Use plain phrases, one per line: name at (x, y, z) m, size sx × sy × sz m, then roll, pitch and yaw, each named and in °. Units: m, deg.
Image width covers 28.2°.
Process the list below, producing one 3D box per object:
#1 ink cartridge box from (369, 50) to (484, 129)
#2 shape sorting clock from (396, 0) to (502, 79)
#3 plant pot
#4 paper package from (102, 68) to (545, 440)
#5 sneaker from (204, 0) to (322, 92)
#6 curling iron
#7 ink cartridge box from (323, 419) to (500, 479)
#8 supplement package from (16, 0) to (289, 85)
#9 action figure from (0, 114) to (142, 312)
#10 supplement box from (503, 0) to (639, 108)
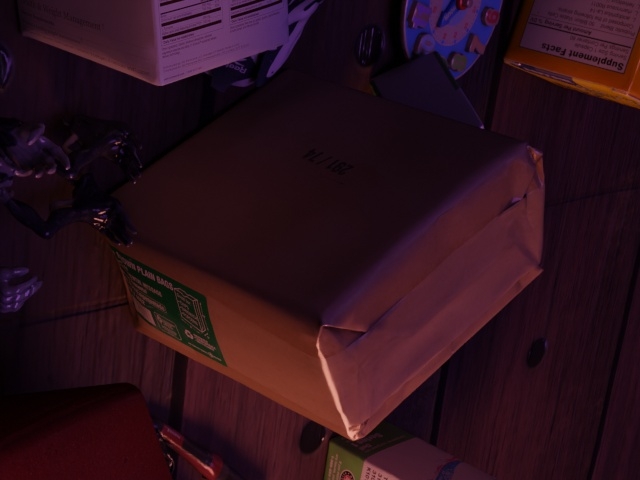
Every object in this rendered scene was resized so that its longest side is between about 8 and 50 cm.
ink cartridge box at (0.149, -0.083, 1.490) m, size 0.093 × 0.160 × 0.219 m, roll -25°, pitch 134°, yaw 2°
shape sorting clock at (0.162, -0.285, 1.512) m, size 0.206 × 0.040 × 0.206 m, roll -24°, pitch 126°, yaw -39°
plant pot at (-0.263, 0.258, 1.102) m, size 0.236 × 0.267 × 0.267 m, roll -35°, pitch 112°, yaw -56°
paper package at (0.000, 0.000, 1.242) m, size 0.309 × 0.325 × 0.168 m, roll -39°, pitch 134°, yaw -31°
sneaker at (-0.062, -0.207, 1.203) m, size 0.153 × 0.094 × 0.235 m, roll -59°, pitch -174°, yaw 7°
curling iron at (-0.133, 0.269, 1.456) m, size 0.068 × 0.035 × 0.274 m, roll -57°, pitch 140°, yaw -5°
ink cartridge box at (0.134, 0.382, 1.623) m, size 0.117 × 0.278 × 0.201 m, roll -10°, pitch 115°, yaw -46°
supplement package at (-0.146, -0.261, 1.049) m, size 0.149 × 0.194 × 0.203 m, roll -26°, pitch 126°, yaw -40°
action figure at (-0.268, -0.039, 1.068) m, size 0.276 × 0.141 × 0.164 m, roll -11°, pitch 128°, yaw -47°
supplement box at (0.414, -0.358, 1.642) m, size 0.195 × 0.194 × 0.356 m, roll 10°, pitch 101°, yaw -50°
